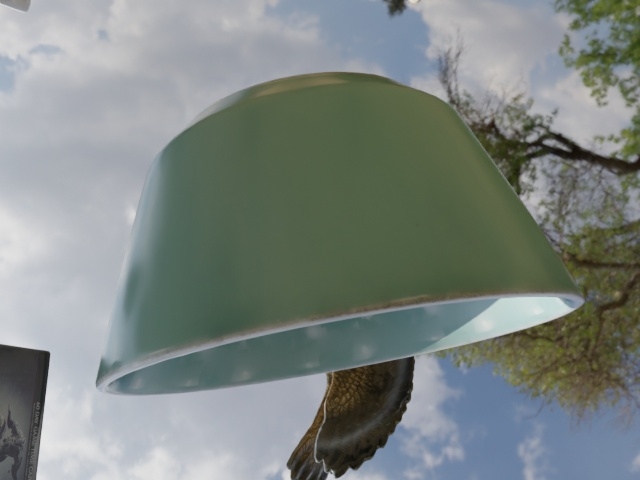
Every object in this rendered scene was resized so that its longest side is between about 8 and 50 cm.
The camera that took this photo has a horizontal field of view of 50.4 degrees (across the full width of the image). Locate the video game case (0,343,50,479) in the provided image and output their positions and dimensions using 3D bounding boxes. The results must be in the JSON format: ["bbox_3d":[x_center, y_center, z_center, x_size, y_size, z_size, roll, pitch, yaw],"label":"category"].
[{"bbox_3d":[-0.337,0.178,0.573,0.026,0.274,0.196,-4,-105,18],"label":"video game case"}]

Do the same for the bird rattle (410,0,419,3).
[{"bbox_3d":[0.222,-0.470,1.122,0.143,0.207,0.254,37,-136,-11],"label":"bird rattle"}]

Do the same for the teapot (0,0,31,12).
[{"bbox_3d":[-0.523,-0.374,0.922,0.187,0.252,0.256,8,-118,-50],"label":"teapot"}]

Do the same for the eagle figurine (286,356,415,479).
[{"bbox_3d":[0.034,0.175,0.932,0.226,0.225,0.299,29,-137,-55],"label":"eagle figurine"}]

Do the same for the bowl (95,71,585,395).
[{"bbox_3d":[0.000,0.000,0.468,0.311,0.311,0.163,-4,-107,-24],"label":"bowl"}]
